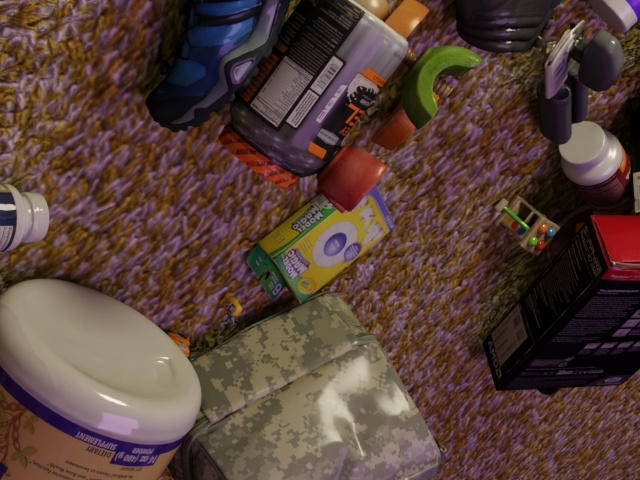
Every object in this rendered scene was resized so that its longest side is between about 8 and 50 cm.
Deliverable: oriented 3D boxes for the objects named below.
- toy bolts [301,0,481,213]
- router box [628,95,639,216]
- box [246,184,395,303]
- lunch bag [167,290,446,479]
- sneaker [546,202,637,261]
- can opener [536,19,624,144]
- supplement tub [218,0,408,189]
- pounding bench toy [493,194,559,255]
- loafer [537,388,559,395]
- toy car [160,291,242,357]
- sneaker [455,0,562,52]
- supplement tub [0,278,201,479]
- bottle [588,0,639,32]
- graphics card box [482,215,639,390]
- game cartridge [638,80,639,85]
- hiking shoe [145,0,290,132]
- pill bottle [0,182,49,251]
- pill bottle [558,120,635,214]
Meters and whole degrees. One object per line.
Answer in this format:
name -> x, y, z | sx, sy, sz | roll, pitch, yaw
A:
toy bolts -> 0.030, -0.156, 1.431 | 0.228, 0.158, 0.218 | -50, -176, -9
router box -> 0.479, -0.099, 1.835 | 0.046, 0.179, 0.133 | -11, 155, 29
box -> 0.000, 0.000, 1.582 | 0.179, 0.043, 0.105 | -38, 142, -6
lunch bag -> -0.032, 0.251, 1.602 | 0.305, 0.256, 0.212 | -25, 143, -25
sneaker -> 0.420, -0.015, 1.918 | 0.185, 0.084, 0.069 | -34, 142, -14
can opener -> 0.309, -0.184, 1.597 | 0.074, 0.093, 0.280 | -51, 166, -7
supplement tub -> -0.011, -0.152, 1.293 | 0.190, 0.117, 0.117 | -53, 142, 10
pounding bench toy -> 0.281, -0.023, 1.798 | 0.052, 0.065, 0.083 | -53, 142, 11
loafer -> 0.403, 0.171, 2.110 | 0.170, 0.062, 0.061 | -58, 163, 22
toy car -> -0.149, 0.105, 1.544 | 0.122, 0.040, 0.060 | -43, 143, -1
sneaker -> 0.271, -0.305, 1.502 | 0.296, 0.104, 0.147 | -18, 137, -22
supplement tub -> -0.299, 0.234, 1.361 | 0.241, 0.241, 0.331 | 13, 115, -48
bottle -> 0.451, -0.377, 1.601 | 0.283, 0.092, 0.118 | -45, 142, 1
graphics card box -> 0.414, 0.095, 1.866 | 0.233, 0.094, 0.371 | -1, 147, -21
game cartridge -> 0.586, -0.300, 1.759 | 0.323, 0.052, 0.285 | -46, 158, 17
hiking shoe -> -0.089, -0.244, 1.246 | 0.132, 0.113, 0.304 | 33, 109, -21
pill bottle -> -0.324, -0.022, 1.242 | 0.120, 0.067, 0.067 | -1, 126, -42
pill bottle -> 0.385, -0.102, 1.802 | 0.086, 0.086, 0.152 | -47, 143, 3
